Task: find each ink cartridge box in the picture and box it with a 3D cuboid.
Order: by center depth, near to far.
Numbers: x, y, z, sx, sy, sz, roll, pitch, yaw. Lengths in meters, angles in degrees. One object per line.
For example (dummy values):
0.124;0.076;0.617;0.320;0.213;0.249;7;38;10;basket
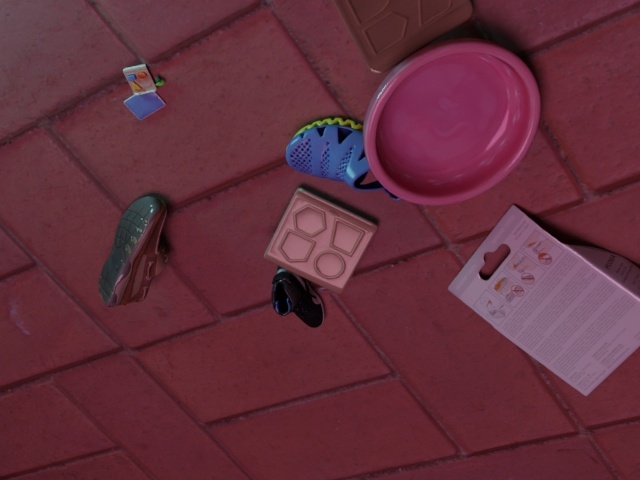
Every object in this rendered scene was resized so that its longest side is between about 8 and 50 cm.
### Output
0.502;0.115;2.214;0.385;0.091;0.308;38;136;7;ink cartridge box

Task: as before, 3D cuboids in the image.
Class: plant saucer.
0.230;-0.221;1.899;0.332;0.084;0.332;-9;127;-12;plant saucer

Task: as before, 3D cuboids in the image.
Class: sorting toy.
0.175;-0.434;1.747;0.307;0.041;0.229;-32;141;4;sorting toy
-0.358;-0.328;2.134;0.083;0.012;0.062;-6;121;26;sorting toy
0.000;0.000;2.276;0.193;0.038;0.208;26;121;-4;sorting toy

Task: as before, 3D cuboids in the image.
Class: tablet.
-0.367;-0.287;2.186;0.083;0.006;0.054;-24;119;35;tablet

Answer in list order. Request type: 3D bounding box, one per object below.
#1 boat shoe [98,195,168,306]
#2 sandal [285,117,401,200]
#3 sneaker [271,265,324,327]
-0.415;0.026;2.436;0.117;0.123;0.324;5;134;-33;boat shoe
0.078;-0.154;2.058;0.318;0.138;0.126;5;135;18;sandal
-0.061;0.148;2.398;0.079;0.121;0.216;-5;129;25;sneaker
